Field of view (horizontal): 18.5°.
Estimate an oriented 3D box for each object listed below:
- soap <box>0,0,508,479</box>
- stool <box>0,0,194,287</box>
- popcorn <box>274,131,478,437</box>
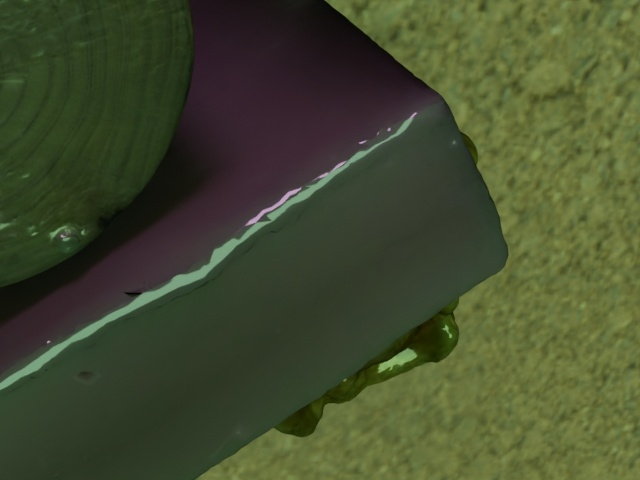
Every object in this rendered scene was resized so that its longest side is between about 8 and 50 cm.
[{"bbox_3d":[-0.111,-0.015,0.871,0.285,0.296,0.107,-32,127,-8],"label":"soap"},{"bbox_3d":[-0.181,-0.113,0.795,0.179,0.264,0.179,-13,122,-22],"label":"stool"},{"bbox_3d":[0.003,0.004,1.034,0.197,0.155,0.198,-22,127,-32],"label":"popcorn"}]
